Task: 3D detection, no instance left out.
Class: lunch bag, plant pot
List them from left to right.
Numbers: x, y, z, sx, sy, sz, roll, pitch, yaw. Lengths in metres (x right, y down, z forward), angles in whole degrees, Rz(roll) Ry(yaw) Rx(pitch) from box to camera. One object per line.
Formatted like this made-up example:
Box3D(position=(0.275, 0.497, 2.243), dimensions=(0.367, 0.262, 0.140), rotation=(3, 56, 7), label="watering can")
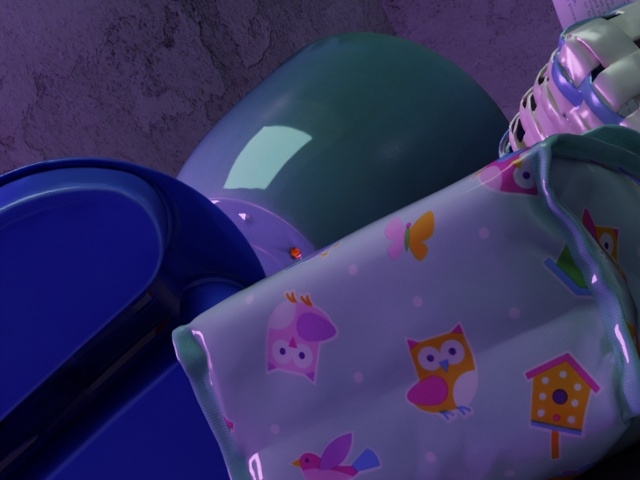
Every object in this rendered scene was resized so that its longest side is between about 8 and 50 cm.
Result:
Box3D(position=(0.000, 0.000, 1.207), dimensions=(0.293, 0.293, 0.235), rotation=(-23, 10, 40), label="plant pot")
Box3D(position=(0.091, 0.049, 0.746), dimensions=(0.223, 0.160, 0.262), rotation=(-27, -10, 27), label="lunch bag")

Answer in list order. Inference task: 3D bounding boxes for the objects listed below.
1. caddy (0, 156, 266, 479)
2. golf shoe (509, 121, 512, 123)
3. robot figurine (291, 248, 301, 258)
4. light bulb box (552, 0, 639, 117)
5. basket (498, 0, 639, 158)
Box3D(position=(-0.173, 0.106, 0.850), dimensions=(0.341, 0.241, 0.179), rotation=(-42, 12, -6), label="caddy")
Box3D(position=(0.190, -0.069, 1.627), dimensions=(0.140, 0.115, 0.306), rotation=(-32, -30, 28), label="golf shoe")
Box3D(position=(0.057, -0.006, 1.388), dimensions=(0.085, 0.211, 0.291), rotation=(-41, -4, -42), label="robot figurine")
Box3D(position=(0.454, -0.253, 1.284), dimensions=(0.358, 0.225, 0.361), rotation=(-14, -11, -23), label="light bulb box")
Box3D(position=(0.250, -0.049, 0.944), dimensions=(0.255, 0.201, 0.289), rotation=(-27, -32, -15), label="basket")
